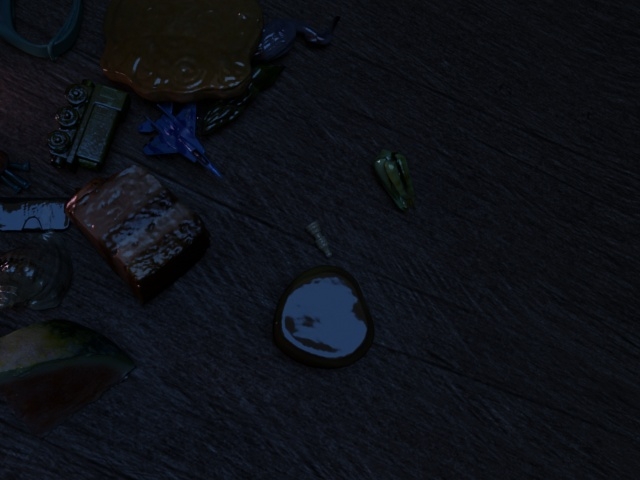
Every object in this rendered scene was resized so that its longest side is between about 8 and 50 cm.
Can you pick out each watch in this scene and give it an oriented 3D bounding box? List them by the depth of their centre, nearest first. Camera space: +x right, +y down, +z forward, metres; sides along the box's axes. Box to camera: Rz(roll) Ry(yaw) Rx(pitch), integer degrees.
[{"bbox_3d":[-0.669,-0.542,1.475,0.194,0.068,0.237,-2,73,-15],"label":"watch"}]

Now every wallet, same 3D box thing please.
[{"bbox_3d":[-0.640,-0.058,1.384,0.156,0.018,0.082,1,77,-13],"label":"wallet"}]

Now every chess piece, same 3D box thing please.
[{"bbox_3d":[0.000,0.000,1.498,0.035,0.035,0.092,-29,87,-17],"label":"chess piece"}]

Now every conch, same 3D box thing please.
[{"bbox_3d":[-0.616,0.070,1.332,0.155,0.130,0.207,51,43,-31],"label":"conch"},{"bbox_3d":[0.194,-0.153,1.539,0.079,0.106,0.170,-27,88,-10],"label":"conch"}]

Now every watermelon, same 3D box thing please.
[{"bbox_3d":[-0.544,0.267,1.248,0.193,0.231,0.310,57,28,7],"label":"watermelon"}]

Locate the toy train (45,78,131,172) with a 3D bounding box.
[{"bbox_3d":[-0.533,-0.257,1.420,0.137,0.090,0.226,17,74,-11],"label":"toy train"}]

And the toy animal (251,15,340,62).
[{"bbox_3d":[-0.103,-0.524,1.573,0.323,0.090,0.196,5,69,-10],"label":"toy animal"}]

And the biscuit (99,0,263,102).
[{"bbox_3d":[-0.333,-0.494,1.477,0.384,0.062,0.366,5,67,3],"label":"biscuit"}]

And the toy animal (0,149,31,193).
[{"bbox_3d":[-0.711,-0.179,1.318,0.103,0.208,0.100,-48,53,5],"label":"toy animal"}]

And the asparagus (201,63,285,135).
[{"bbox_3d":[-0.200,-0.359,1.522,0.080,0.080,0.287,39,72,0],"label":"asparagus"}]

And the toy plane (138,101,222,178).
[{"bbox_3d":[-0.312,-0.227,1.451,0.246,0.078,0.169,43,88,6],"label":"toy plane"}]

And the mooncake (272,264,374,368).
[{"bbox_3d":[-0.002,0.184,1.407,0.234,0.117,0.235,2,76,-9],"label":"mooncake"}]

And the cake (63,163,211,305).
[{"bbox_3d":[-0.405,-0.034,1.343,0.293,0.196,0.198,44,70,6],"label":"cake"}]
